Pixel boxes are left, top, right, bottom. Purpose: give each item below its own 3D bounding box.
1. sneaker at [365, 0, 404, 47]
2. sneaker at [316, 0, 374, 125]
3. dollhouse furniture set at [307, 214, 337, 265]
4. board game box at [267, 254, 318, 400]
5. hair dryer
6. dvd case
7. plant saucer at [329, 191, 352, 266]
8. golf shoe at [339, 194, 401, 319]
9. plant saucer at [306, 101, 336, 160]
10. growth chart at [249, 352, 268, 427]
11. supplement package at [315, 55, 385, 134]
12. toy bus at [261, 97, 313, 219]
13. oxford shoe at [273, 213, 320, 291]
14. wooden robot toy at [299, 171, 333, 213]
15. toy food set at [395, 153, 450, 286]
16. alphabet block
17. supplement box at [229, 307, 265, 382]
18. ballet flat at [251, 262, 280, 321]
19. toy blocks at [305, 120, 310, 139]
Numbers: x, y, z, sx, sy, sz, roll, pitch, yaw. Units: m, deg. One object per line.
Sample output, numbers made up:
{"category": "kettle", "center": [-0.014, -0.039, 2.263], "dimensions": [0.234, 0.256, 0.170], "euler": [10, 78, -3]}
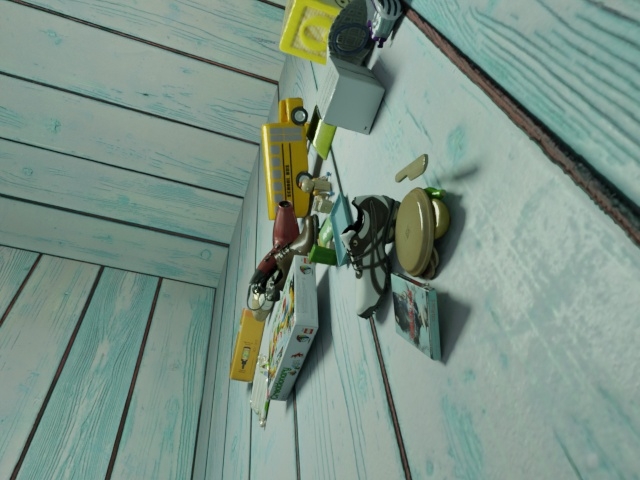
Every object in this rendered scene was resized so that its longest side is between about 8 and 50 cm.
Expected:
{"category": "sneaker", "center": [0.118, -0.510, 1.114], "dimensions": [0.224, 0.083, 0.098], "euler": [-93, 17, -44]}
{"category": "sneaker", "center": [0.052, -0.433, 1.246], "dimensions": [0.129, 0.111, 0.297], "euler": [-99, 28, -73]}
{"category": "dollhouse furniture set", "center": [0.000, 0.000, 1.140], "dimensions": [0.152, 0.058, 0.076], "euler": [-100, 28, -56]}
{"category": "board game box", "center": [-0.069, 0.207, 1.175], "dimensions": [0.193, 0.053, 0.305], "euler": [-93, 17, -46]}
{"category": "hair dryer", "center": [-0.109, 0.040, 1.358], "dimensions": [0.223, 0.080, 0.294], "euler": [14, -94, -81]}
{"category": "dvd case", "center": [0.120, 0.092, 0.653], "dimensions": [0.119, 0.013, 0.087], "euler": [-155, 58, -74]}
{"category": "plant saucer", "center": [0.046, -0.026, 1.074], "dimensions": [0.192, 0.018, 0.067], "euler": [-97, 25, -54]}
{"category": "golf shoe", "center": [0.067, 0.023, 0.810], "dimensions": [0.077, 0.093, 0.198], "euler": [-171, 93, -74]}
{"category": "plant saucer", "center": [0.008, -0.339, 1.434], "dimensions": [0.188, 0.045, 0.188], "euler": [-113, 39, -66]}
{"category": "growth chart", "center": [-0.173, 0.421, 1.483], "dimensions": [0.237, 0.021, 0.172], "euler": [170, 113, -74]}
{"category": "supplement package", "center": [0.059, -0.318, 1.109], "dimensions": [0.179, 0.105, 0.105], "euler": [-102, 29, -57]}
{"category": "toy bus", "center": [-0.095, -0.228, 1.452], "dimensions": [0.108, 0.130, 0.333], "euler": [-162, 67, -81]}
{"category": "oxford shoe", "center": [-0.062, 0.034, 1.271], "dimensions": [0.083, 0.096, 0.227], "euler": [-108, 36, -66]}
{"category": "wooden robot toy", "center": [-0.018, -0.119, 1.270], "dimensions": [0.173, 0.079, 0.076], "euler": [-96, 24, -52]}
{"category": "toy food set", "center": [0.139, -0.011, 0.699], "dimensions": [0.132, 0.038, 0.192], "euler": [157, 114, -78]}
{"category": "alphabet block", "center": [0.004, -0.641, 1.435], "dimensions": [0.193, 0.192, 0.197], "euler": [123, 157, -56]}
{"category": "supplement box", "center": [-0.243, 0.346, 1.700], "dimensions": [0.080, 0.078, 0.234], "euler": [156, 127, -72]}
{"category": "ballet flat", "center": [-0.170, 0.156, 1.623], "dimensions": [0.067, 0.073, 0.206], "euler": [-7, 73, 59]}
{"category": "toy blocks", "center": [-0.069, -0.318, 1.682], "dimensions": [0.123, 0.054, 0.148], "euler": [-143, 66, -73]}
